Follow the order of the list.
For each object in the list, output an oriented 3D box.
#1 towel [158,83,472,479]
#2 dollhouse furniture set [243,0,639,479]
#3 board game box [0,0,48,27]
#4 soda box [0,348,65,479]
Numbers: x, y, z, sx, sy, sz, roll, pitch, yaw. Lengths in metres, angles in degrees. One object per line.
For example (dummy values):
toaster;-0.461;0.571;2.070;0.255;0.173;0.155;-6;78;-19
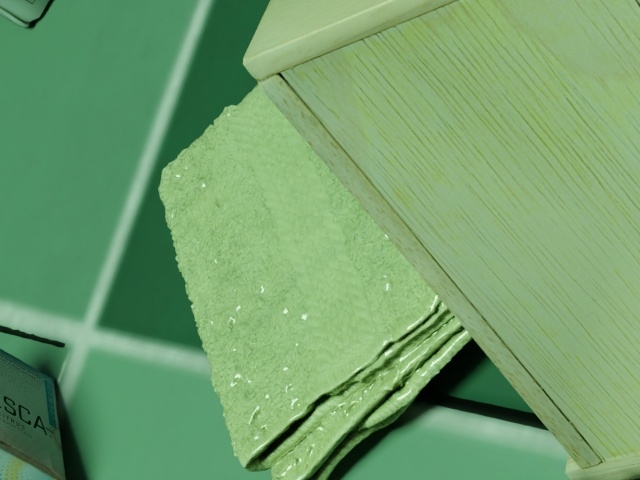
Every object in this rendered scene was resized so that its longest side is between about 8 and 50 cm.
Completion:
towel;0.000;0.000;0.587;0.110;0.027;0.148;-42;47;21
dollhouse furniture set;0.098;-0.082;0.492;0.212;0.161;0.242;-18;35;36
board game box;-0.189;-0.252;0.695;0.097;0.303;0.224;33;93;47
soda box;-0.175;0.113;0.663;0.183;0.058;0.063;-42;35;18
